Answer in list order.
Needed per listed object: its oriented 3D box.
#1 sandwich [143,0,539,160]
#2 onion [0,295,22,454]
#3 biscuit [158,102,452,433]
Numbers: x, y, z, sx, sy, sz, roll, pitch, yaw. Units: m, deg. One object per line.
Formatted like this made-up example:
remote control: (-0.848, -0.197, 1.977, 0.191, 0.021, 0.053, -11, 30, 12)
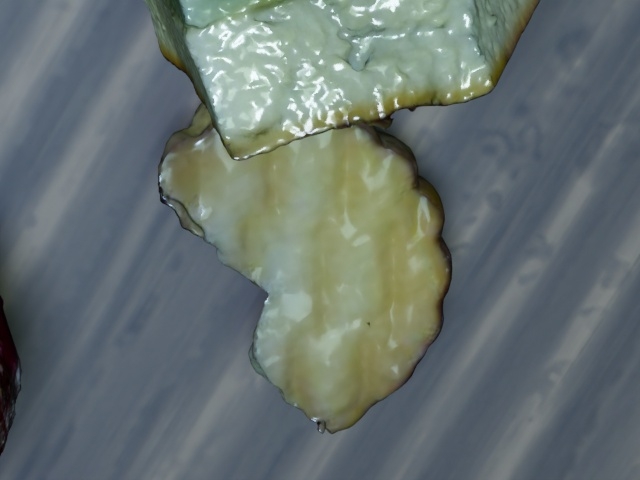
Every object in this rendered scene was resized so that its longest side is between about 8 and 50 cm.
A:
sandwich: (0.034, -0.134, 0.784, 0.220, 0.186, 0.108, -23, 117, -7)
onion: (-0.217, 0.051, 0.827, 0.173, 0.198, 0.135, 43, 55, -9)
biscuit: (0.000, 0.000, 0.894, 0.118, 0.061, 0.183, -29, 117, -5)
